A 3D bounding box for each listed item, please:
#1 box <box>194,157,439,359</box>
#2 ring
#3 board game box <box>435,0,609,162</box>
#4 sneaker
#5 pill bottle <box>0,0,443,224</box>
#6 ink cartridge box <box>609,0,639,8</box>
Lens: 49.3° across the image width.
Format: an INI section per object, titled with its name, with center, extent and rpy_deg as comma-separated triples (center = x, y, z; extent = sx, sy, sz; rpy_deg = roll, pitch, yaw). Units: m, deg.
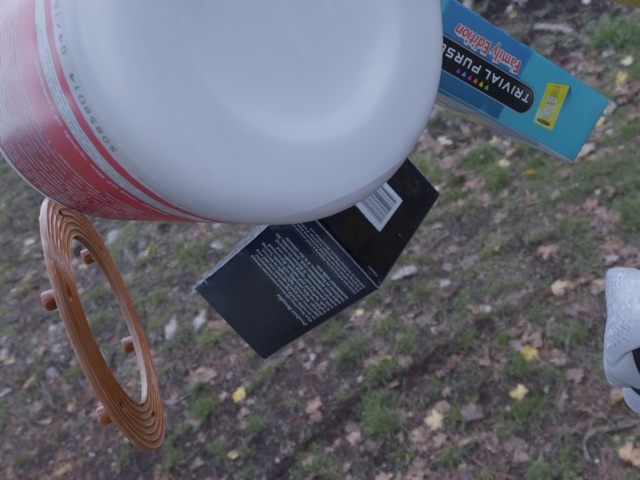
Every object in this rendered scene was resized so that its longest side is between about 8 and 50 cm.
[box]
center = 0.000, 0.000, 1.148
extent = 0.294, 0.182, 0.296
rpy_deg = -36, 8, 41
[ring]
center = -0.269, 0.101, 0.857
extent = 0.032, 0.336, 0.336
rpy_deg = -22, 16, -6
[board game box]
center = 0.097, -0.209, 0.747
extent = 0.079, 0.336, 0.254
rpy_deg = -64, 29, 11
[sneaker]
center = 0.339, 0.093, 0.610
extent = 0.153, 0.268, 0.101
rpy_deg = -3, 64, 29
[pill bottle]
center = -0.124, -0.127, 0.532
extent = 0.229, 0.228, 0.408
rpy_deg = -33, 20, -29
[ink cartridge box]
center = 0.422, -0.320, 0.812
extent = 0.304, 0.072, 0.307
rpy_deg = 15, 14, 0
